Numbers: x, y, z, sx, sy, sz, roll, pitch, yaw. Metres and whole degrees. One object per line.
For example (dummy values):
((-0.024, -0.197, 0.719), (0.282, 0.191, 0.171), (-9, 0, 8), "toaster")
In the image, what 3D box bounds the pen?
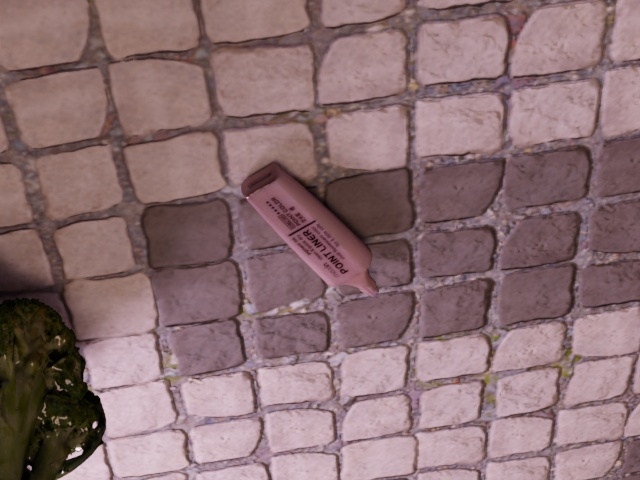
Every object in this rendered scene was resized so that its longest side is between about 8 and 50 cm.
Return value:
((0.000, 0.000, 1.241), (0.053, 0.032, 0.197), (-31, 133, 18), "pen")

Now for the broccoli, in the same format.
((-0.343, 0.192, 1.189), (0.304, 0.283, 0.321), (-43, 149, 16), "broccoli")
